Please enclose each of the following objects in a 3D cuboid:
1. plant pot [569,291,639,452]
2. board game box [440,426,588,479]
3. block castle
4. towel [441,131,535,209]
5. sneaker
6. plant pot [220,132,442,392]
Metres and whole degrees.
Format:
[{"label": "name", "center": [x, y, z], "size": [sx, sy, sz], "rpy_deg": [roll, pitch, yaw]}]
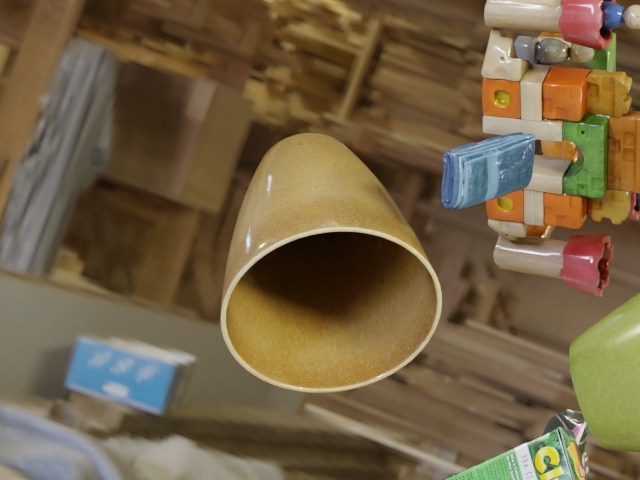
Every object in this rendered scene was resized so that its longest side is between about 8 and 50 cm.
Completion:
[{"label": "plant pot", "center": [0.450, 0.140, 1.759], "size": [0.294, 0.274, 0.275], "rpy_deg": [-19, -16, 21]}, {"label": "board game box", "center": [0.174, 0.293, 1.200], "size": [0.136, 0.259, 0.030], "rpy_deg": [-31, -33, 32]}, {"label": "block castle", "center": [0.366, -0.179, 2.045], "size": [0.213, 0.453, 0.303], "rpy_deg": [9, 34, 22]}, {"label": "towel", "center": [0.176, -0.073, 1.577], "size": [0.119, 0.067, 0.029], "rpy_deg": [-18, 28, -38]}, {"label": "sneaker", "center": [0.381, 0.330, 2.328], "size": [0.077, 0.178, 0.072], "rpy_deg": [1, 39, -25]}, {"label": "plant pot", "center": [0.000, 0.000, 1.705], "size": [0.237, 0.237, 0.254], "rpy_deg": [20, 34, -22]}]
